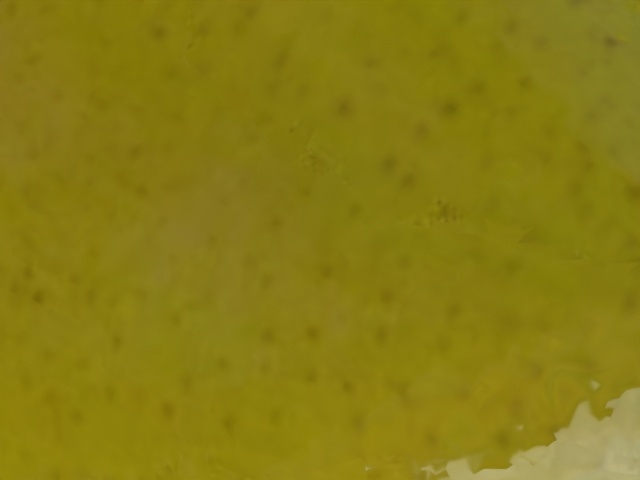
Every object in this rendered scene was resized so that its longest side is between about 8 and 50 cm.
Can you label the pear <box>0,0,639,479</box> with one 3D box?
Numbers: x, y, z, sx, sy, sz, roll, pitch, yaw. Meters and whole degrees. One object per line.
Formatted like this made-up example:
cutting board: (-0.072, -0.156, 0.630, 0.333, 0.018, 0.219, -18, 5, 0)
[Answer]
pear: (-0.008, 0.011, 0.507, 0.285, 0.336, 0.285, -26, 139, -25)
